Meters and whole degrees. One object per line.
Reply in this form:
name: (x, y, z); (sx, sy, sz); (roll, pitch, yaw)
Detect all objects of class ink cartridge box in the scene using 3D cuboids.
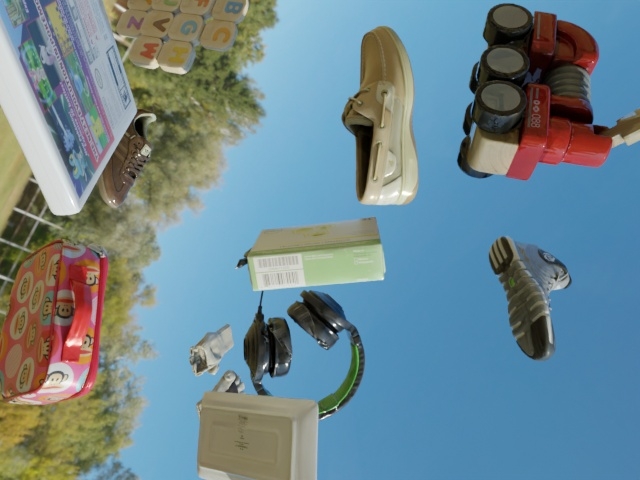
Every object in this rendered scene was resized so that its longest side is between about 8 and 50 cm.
ink cartridge box: (0.000, 0.000, 0.745); (0.235, 0.171, 0.056); (-82, 165, -71)

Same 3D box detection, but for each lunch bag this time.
lunch bag: (-0.492, 0.148, 0.962); (0.258, 0.120, 0.293); (-22, -118, 38)

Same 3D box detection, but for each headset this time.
headset: (-0.052, 0.192, 1.047); (0.243, 0.394, 0.185); (-28, -170, -11)

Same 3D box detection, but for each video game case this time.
video game case: (-0.190, -0.150, 0.366); (0.183, 0.023, 0.201); (-97, 180, -54)

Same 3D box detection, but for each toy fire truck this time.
toy fire truck: (0.310, -0.181, 0.620); (0.159, 0.246, 0.217); (86, 18, -60)

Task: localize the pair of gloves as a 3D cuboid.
pair of gloves: (-0.284, 0.369, 1.440); (0.042, 0.204, 0.240); (-7, -86, 22)

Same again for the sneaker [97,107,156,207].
sneaker: (-0.326, -0.147, 0.875); (0.071, 0.066, 0.189); (-5, -111, 10)

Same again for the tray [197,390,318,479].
tray: (-0.115, 0.319, 0.813); (0.270, 0.030, 0.145); (-10, -109, 39)

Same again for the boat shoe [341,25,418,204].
boat shoe: (0.089, -0.207, 0.841); (0.109, 0.098, 0.303); (160, -74, -72)

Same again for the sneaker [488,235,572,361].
sneaker: (0.384, 0.092, 0.877); (0.086, 0.132, 0.229); (119, -30, -52)

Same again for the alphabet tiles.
alphabet tiles: (-0.261, -0.456, 0.983); (0.277, 0.021, 0.284); (17, -98, 21)
